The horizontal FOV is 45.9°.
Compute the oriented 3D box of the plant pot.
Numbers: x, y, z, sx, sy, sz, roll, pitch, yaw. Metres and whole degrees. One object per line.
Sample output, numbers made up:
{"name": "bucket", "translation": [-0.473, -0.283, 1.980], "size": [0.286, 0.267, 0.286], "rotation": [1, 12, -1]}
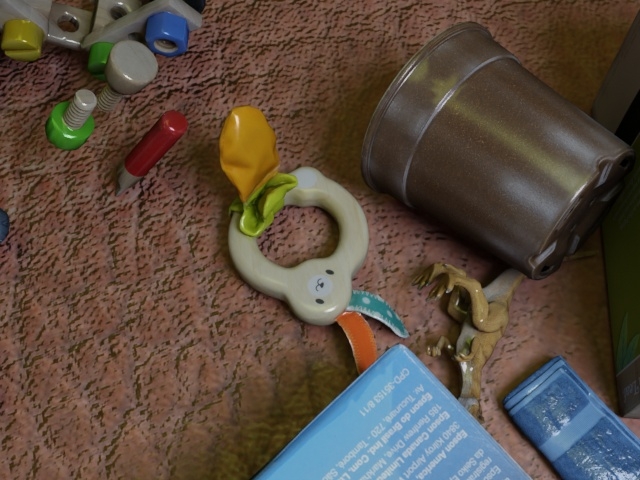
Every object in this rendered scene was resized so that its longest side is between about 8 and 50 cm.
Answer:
{"name": "plant pot", "translation": [0.148, -0.064, 0.616], "size": [0.167, 0.167, 0.165], "rotation": [-41, 63, -17]}

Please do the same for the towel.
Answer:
{"name": "towel", "translation": [0.204, 0.154, 0.592], "size": [0.067, 0.029, 0.119], "rotation": [-34, 68, -13]}

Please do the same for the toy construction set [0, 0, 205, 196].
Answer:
{"name": "toy construction set", "translation": [-0.247, -0.184, 0.713], "size": [0.257, 0.237, 0.309], "rotation": [-16, 79, -39]}

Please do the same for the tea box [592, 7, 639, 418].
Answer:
{"name": "tea box", "translation": [0.410, -0.031, 0.571], "size": [0.329, 0.220, 0.323], "rotation": [3, 65, 3]}

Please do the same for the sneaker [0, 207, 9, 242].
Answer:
{"name": "sneaker", "translation": [-0.405, 0.027, 0.649], "size": [0.283, 0.110, 0.122], "rotation": [-9, 82, 0]}

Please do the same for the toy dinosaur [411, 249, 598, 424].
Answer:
{"name": "toy dinosaur", "translation": [0.139, 0.058, 0.636], "size": [0.112, 0.064, 0.211], "rotation": [41, 64, -14]}

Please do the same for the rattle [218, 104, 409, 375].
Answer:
{"name": "rattle", "translation": [0.000, 0.000, 0.619], "size": [0.130, 0.143, 0.199], "rotation": [-13, 56, -25]}

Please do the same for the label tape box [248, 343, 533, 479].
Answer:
{"name": "label tape box", "translation": [0.076, 0.280, 0.484], "size": [0.249, 0.115, 0.347], "rotation": [-40, 80, -17]}
